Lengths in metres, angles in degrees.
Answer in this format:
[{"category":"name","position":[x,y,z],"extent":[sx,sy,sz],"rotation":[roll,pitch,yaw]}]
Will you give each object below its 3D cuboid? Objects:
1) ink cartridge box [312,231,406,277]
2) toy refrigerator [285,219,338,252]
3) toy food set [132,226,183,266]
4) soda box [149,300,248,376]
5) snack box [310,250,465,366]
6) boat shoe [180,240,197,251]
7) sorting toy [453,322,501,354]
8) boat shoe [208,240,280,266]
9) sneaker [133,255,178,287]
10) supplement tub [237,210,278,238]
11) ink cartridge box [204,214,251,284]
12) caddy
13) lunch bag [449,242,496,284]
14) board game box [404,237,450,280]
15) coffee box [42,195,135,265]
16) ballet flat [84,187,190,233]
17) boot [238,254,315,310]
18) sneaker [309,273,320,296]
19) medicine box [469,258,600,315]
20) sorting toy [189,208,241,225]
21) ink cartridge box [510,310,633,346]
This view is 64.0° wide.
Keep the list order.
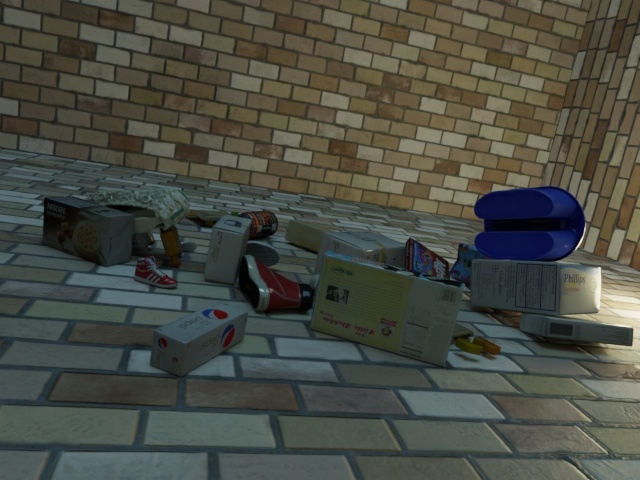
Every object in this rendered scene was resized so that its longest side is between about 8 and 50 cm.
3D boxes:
[{"category":"ink cartridge box","position":[0.120,0.076,1.531],"extent":[0.168,0.172,0.232],"rotation":[22,16,40]},{"category":"toy refrigerator","position":[0.000,0.000,1.972],"extent":[0.269,0.094,0.102],"rotation":[20,8,34]},{"category":"toy food set","position":[-0.492,0.017,1.537],"extent":[0.232,0.105,0.111],"rotation":[-3,18,31]},{"category":"soda box","position":[-0.227,0.183,0.989],"extent":[0.073,0.069,0.216],"rotation":[16,14,20]},{"category":"snack box","position":[0.147,0.151,1.173],"extent":[0.321,0.187,0.060],"rotation":[14,12,13]},{"category":"boat shoe","position":[-0.446,0.018,1.641],"extent":[0.100,0.035,0.035],"rotation":[-8,24,-39]},{"category":"sorting toy","position":[0.283,0.229,1.305],"extent":[0.228,0.041,0.307],"rotation":[6,12,-41]},{"category":"boat shoe","position":[-0.239,0.030,1.636],"extent":[0.226,0.083,0.076],"rotation":[9,13,-2]},{"category":"sneaker","position":[-0.417,0.079,1.304],"extent":[0.118,0.067,0.042],"rotation":[12,13,7]},{"category":"supplement tub","position":[-0.259,-0.060,1.989],"extent":[0.106,0.106,0.197],"rotation":[17,14,29]},{"category":"ink cartridge box","position":[-0.265,0.022,1.485],"extent":[0.093,0.155,0.212],"rotation":[11,11,-2]},{"category":"caddy","position":[0.659,-0.051,1.646],"extent":[0.179,0.242,0.341],"rotation":[-1,2,-40]},{"category":"lunch bag","position":[0.678,0.128,1.925],"extent":[0.293,0.138,0.221],"rotation":[16,7,-23]},{"category":"board game box","position":[0.299,0.102,1.427],"extent":[0.145,0.027,0.281],"rotation":[33,29,-8]},{"category":"coffee box","position":[-0.651,-0.032,1.435],"extent":[0.246,0.141,0.098],"rotation":[16,14,22]},{"category":"ballet flat","position":[-0.573,-0.078,1.511],"extent":[0.408,0.147,0.147],"rotation":[-5,4,27]},{"category":"boot","position":[-0.115,0.115,1.368],"extent":[0.176,0.089,0.244],"rotation":[5,21,-26]},{"category":"sneaker","position":[0.017,0.128,1.365],"extent":[0.094,0.080,0.212],"rotation":[32,-1,-34]},{"category":"medicine box","position":[0.656,0.139,1.575],"extent":[0.263,0.149,0.289],"rotation":[5,-2,-39]},{"category":"sorting toy","position":[-0.440,-0.091,2.120],"extent":[0.347,0.047,0.196],"rotation":[1,11,-39]},{"category":"ink cartridge box","position":[0.712,0.252,1.507],"extent":[0.274,0.060,0.239],"rotation":[8,-4,-10]}]
